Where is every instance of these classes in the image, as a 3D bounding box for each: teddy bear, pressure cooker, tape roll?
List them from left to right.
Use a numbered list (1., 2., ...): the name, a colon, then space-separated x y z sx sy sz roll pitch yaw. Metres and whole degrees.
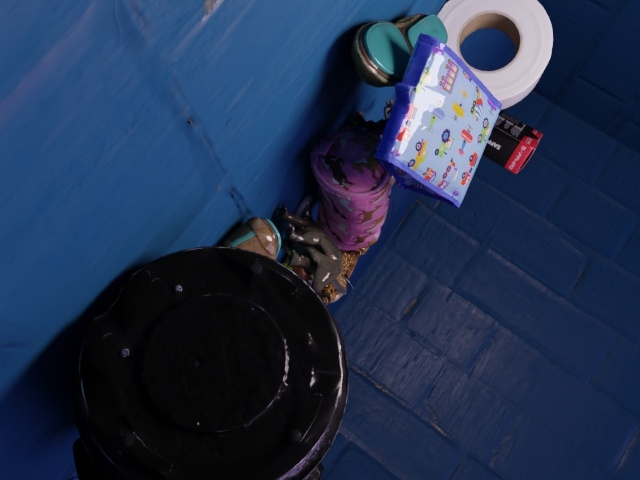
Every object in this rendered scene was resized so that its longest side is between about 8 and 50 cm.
1. pressure cooker: -0.158 0.249 0.933 0.420 0.369 0.376 109 3 -58
2. teddy bear: 0.049 0.046 1.778 0.338 0.113 0.245 -62 -169 -6
3. tape roll: 0.399 -0.458 1.444 0.286 0.286 0.100 -56 169 4

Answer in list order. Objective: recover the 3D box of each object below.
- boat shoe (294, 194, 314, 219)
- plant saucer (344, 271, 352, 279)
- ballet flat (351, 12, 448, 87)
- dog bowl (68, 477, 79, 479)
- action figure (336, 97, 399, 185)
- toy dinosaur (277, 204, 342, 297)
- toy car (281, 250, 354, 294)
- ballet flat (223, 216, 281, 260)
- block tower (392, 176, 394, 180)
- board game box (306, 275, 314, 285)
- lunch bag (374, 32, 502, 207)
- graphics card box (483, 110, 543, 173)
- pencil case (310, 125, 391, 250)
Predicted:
1. boat shoe: -0.038 -0.048 1.417 0.049 0.040 0.142 -44 164 -46
2. plant saucer: 0.112 0.047 2.248 0.200 0.037 0.200 18 90 -78
3. ballet flat: 0.128 -0.341 1.116 0.348 0.123 0.123 -39 161 -50
4. dog bowl: -0.518 0.559 1.076 0.166 0.074 0.297 -61 168 29
5. action figure: 0.136 -0.230 1.376 0.164 0.141 0.275 -32 141 29
6. toy dinosaur: -0.016 0.015 1.262 0.160 0.313 0.121 16 103 -34
7. toy car: -0.001 0.082 1.564 0.149 0.188 0.155 -59 167 18
8. ballet flat: -0.158 0.088 1.175 0.124 0.116 0.342 -26 155 -27
9. block tower: 0.206 -0.235 1.781 0.335 0.091 0.097 -53 168 -17
10. board game box: -0.029 0.194 2.171 0.214 0.046 0.317 -57 169 11
11. lunch bag: 0.198 -0.210 1.085 0.293 0.138 0.221 22 90 -61
12. graphics card box: 0.435 -0.339 1.713 0.233 0.371 0.094 -40 161 -58
13. pencil case: 0.065 -0.097 1.323 0.160 0.167 0.386 -9 162 -1
